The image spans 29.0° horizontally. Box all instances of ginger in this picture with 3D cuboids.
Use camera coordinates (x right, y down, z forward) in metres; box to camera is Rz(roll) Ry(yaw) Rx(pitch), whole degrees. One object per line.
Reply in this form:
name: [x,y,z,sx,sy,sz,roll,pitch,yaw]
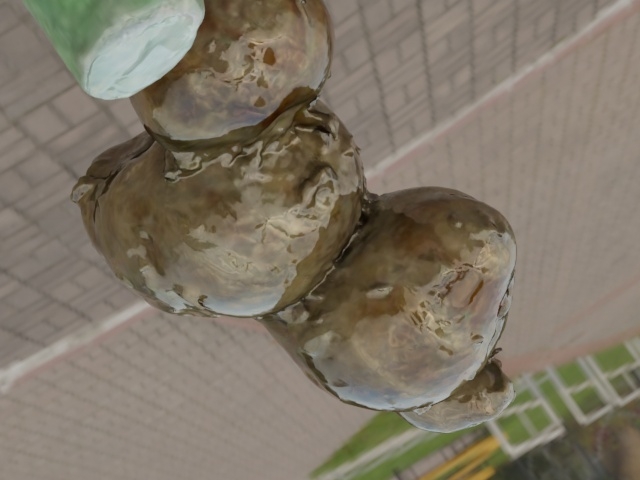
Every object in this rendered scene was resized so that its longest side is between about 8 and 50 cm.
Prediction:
ginger: [0.000,0.000,0.814,0.256,0.375,0.176,-29,-154,42]

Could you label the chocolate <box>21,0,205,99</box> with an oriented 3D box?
chocolate: [-0.136,-0.185,0.481,0.110,0.291,0.110,-30,165,-9]
